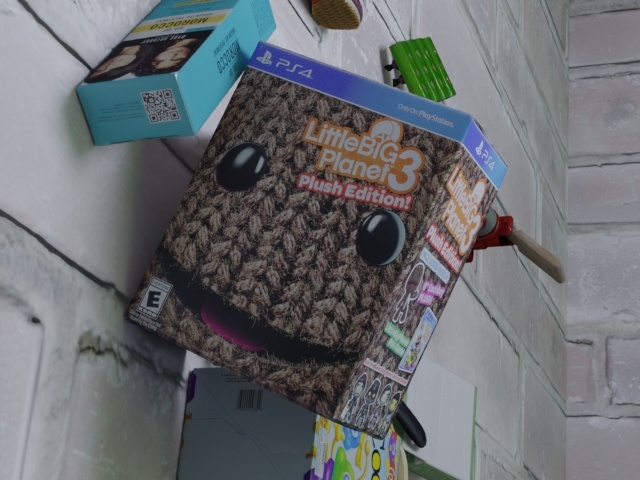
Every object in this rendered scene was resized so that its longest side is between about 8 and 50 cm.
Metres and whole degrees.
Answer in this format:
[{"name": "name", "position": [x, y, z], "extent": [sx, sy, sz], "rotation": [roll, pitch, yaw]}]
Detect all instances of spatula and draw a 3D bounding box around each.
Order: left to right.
[{"name": "spatula", "position": [0.096, 0.200, 1.842], "extent": [0.084, 0.030, 0.296], "rotation": [-75, 149, -42]}]

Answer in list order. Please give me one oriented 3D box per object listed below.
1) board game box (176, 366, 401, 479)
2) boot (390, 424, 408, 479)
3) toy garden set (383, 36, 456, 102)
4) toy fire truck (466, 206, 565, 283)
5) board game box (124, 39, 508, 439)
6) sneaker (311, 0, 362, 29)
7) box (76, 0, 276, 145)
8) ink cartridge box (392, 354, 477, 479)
[{"name": "board game box", "position": [-0.024, 0.241, 1.369], "extent": [0.275, 0.144, 0.142], "rotation": [48, 44, -59]}, {"name": "boot", "position": [0.049, 0.264, 1.670], "extent": [0.165, 0.077, 0.213], "rotation": [-14, 96, -70]}, {"name": "toy garden set", "position": [0.174, -0.221, 2.085], "extent": [0.204, 0.049, 0.244], "rotation": [65, 19, -2]}, {"name": "toy fire truck", "position": [0.249, -0.020, 2.018], "extent": [0.217, 0.246, 0.158], "rotation": [50, 41, -59]}, {"name": "board game box", "position": [0.000, 0.000, 1.205], "extent": [0.291, 0.232, 0.141], "rotation": [-65, 155, -6]}, {"name": "sneaker", "position": [0.012, -0.342, 1.672], "extent": [0.185, 0.069, 0.084], "rotation": [49, 47, -61]}, {"name": "box", "position": [-0.128, -0.173, 1.211], "extent": [0.244, 0.100, 0.060], "rotation": [-63, 143, -55]}, {"name": "ink cartridge box", "position": [0.151, 0.265, 1.994], "extent": [0.235, 0.056, 0.171], "rotation": [32, 53, -37]}]
